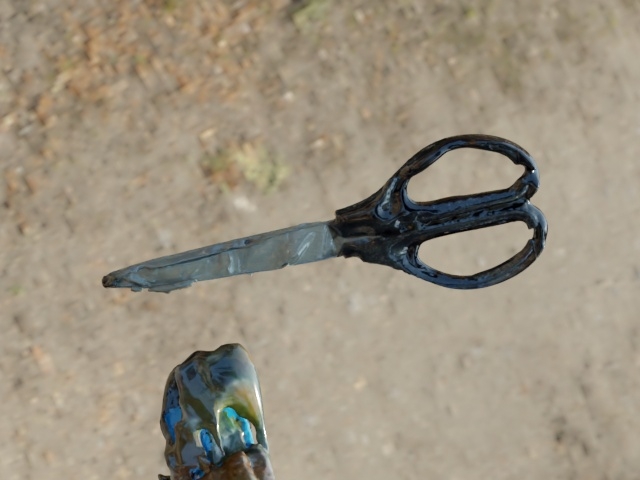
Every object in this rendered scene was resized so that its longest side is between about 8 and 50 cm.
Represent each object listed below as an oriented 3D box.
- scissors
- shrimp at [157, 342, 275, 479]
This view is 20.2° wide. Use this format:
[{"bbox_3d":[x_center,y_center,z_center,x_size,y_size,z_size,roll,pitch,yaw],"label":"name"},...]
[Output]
[{"bbox_3d":[0.000,0.000,1.191,0.022,0.300,0.109,-95,174,-66],"label":"scissors"},{"bbox_3d":[-0.070,0.311,1.637,0.110,0.221,0.445,-11,70,-10],"label":"shrimp"}]
